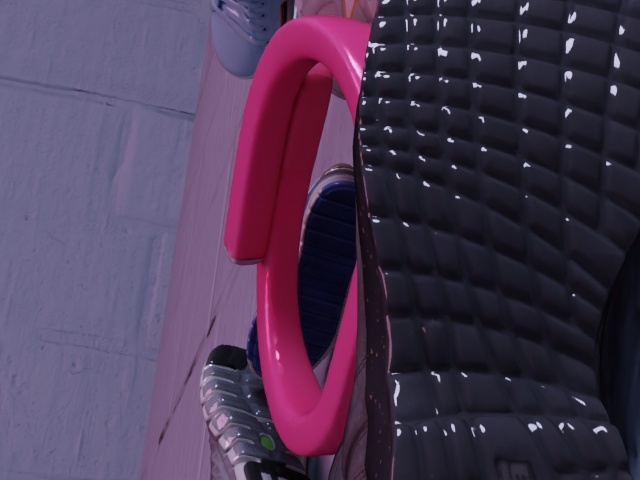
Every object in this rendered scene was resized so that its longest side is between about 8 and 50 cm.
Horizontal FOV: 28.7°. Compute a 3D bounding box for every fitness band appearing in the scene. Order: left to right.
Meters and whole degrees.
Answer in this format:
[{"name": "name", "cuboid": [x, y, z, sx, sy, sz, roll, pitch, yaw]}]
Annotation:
[{"name": "fitness band", "cuboid": [0.000, 0.000, 0.787, 0.209, 0.054, 0.291, -120, 33, -47]}]

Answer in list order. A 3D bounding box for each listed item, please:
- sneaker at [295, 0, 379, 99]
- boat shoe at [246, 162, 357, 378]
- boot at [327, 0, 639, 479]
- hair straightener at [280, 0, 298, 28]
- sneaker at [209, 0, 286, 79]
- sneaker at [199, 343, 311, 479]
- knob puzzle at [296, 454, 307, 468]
[{"name": "sneaker", "cuboid": [0.045, -0.150, 0.768, 0.262, 0.099, 0.121, 115, 158, -58]}, {"name": "boat shoe", "cuboid": [-0.004, 0.026, 0.956, 0.066, 0.066, 0.183, -90, 24, -64]}, {"name": "boot", "cuboid": [0.046, 0.049, 0.514, 0.223, 0.118, 0.338, 110, 171, -65]}, {"name": "hair straightener", "cuboid": [-0.021, -0.169, 1.271, 0.089, 0.047, 0.230, 121, 158, -63]}, {"name": "sneaker", "cuboid": [-0.082, -0.307, 1.356, 0.150, 0.135, 0.366, -34, -23, -38]}, {"name": "sneaker", "cuboid": [-0.074, 0.188, 0.976, 0.132, 0.086, 0.229, -59, 23, 22]}, {"name": "knob puzzle", "cuboid": [-0.046, 0.206, 1.056, 0.213, 0.030, 0.213, -54, 23, 36]}]
